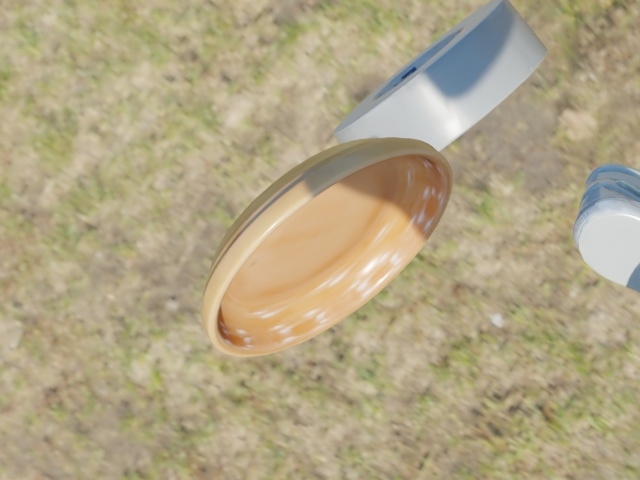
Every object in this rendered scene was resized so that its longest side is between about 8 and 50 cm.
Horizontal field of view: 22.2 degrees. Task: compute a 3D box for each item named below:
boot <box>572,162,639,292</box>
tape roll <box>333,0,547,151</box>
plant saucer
[{"bbox_3d":[0.341,0.018,1.425,0.095,0.258,0.123,-54,7,32],"label":"boot"},{"bbox_3d":[0.118,-0.148,1.619,0.219,0.219,0.072,-38,96,14],"label":"tape roll"},{"bbox_3d":[0.000,0.000,1.100,0.200,0.200,0.037,-43,65,10],"label":"plant saucer"}]
